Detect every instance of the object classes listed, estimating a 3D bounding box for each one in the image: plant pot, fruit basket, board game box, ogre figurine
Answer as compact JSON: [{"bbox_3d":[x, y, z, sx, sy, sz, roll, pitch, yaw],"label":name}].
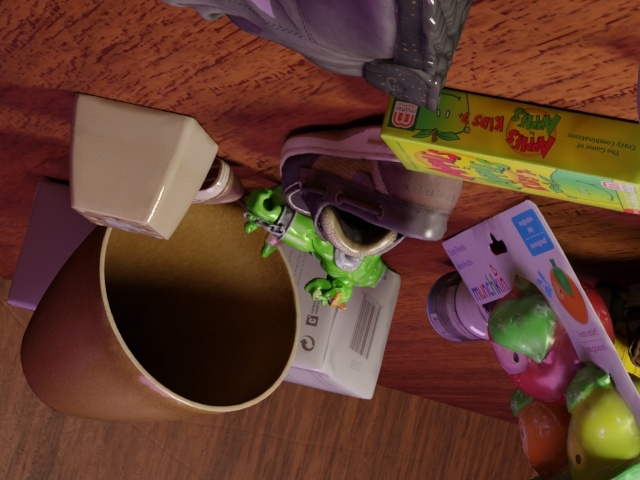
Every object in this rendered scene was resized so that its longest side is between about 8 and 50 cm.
[{"bbox_3d":[-0.190,0.090,1.952,0.237,0.237,0.254,20,149,-34],"label":"plant pot"},{"bbox_3d":[0.221,0.143,1.748,0.353,0.165,0.327,56,168,-1],"label":"fruit basket"},{"bbox_3d":[0.141,-0.063,1.338,0.181,0.043,0.092,12,171,16],"label":"board game box"},{"bbox_3d":[0.000,0.000,1.829,0.118,0.097,0.197,30,160,16],"label":"ogre figurine"},{"bbox_3d":[-0.161,-0.059,1.676,0.109,0.096,0.109,13,170,12],"label":"plant pot"}]

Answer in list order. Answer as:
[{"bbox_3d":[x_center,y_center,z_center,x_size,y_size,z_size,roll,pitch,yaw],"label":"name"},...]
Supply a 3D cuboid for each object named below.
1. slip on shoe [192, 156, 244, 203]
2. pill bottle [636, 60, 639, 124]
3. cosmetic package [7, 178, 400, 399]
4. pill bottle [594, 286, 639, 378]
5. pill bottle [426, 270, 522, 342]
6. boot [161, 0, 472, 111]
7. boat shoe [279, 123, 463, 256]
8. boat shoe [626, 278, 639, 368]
[{"bbox_3d":[-0.129,-0.055,1.814,0.135,0.051,0.041,-3,156,39],"label":"slip on shoe"},{"bbox_3d":[0.276,-0.065,0.732,0.283,0.161,0.161,15,171,-5],"label":"pill bottle"},{"bbox_3d":[-0.127,0.056,2.168,0.385,0.156,0.217,13,171,18],"label":"cosmetic package"},{"bbox_3d":[0.361,0.124,1.925,0.208,0.117,0.117,14,171,5],"label":"pill bottle"},{"bbox_3d":[0.166,0.065,1.990,0.078,0.078,0.137,17,171,-15],"label":"pill bottle"},{"bbox_3d":[-0.037,-0.151,0.876,0.223,0.118,0.338,19,167,4],"label":"boot"},{"bbox_3d":[0.031,-0.033,1.538,0.103,0.092,0.285,18,171,-22],"label":"boat shoe"},{"bbox_3d":[0.342,0.080,1.747,0.095,0.095,0.257,15,171,-4],"label":"boat shoe"}]
